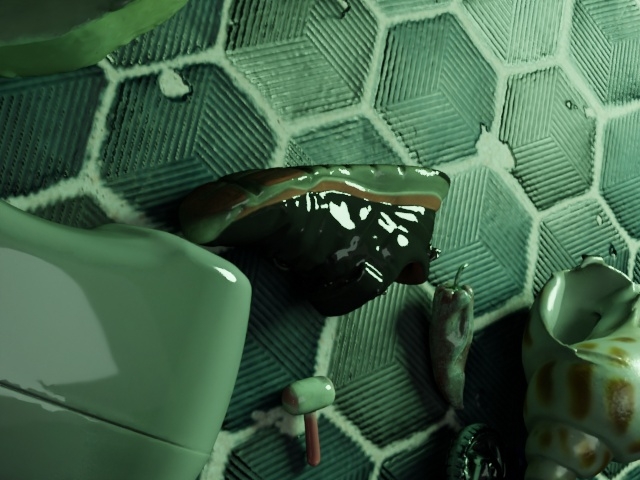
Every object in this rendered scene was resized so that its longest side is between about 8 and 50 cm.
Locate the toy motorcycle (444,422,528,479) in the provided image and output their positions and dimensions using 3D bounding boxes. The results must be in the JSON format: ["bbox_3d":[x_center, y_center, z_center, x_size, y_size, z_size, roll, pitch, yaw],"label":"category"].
[{"bbox_3d":[0.138,0.330,0.901,0.169,0.113,0.315,50,52,-32],"label":"toy motorcycle"}]

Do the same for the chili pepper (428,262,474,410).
[{"bbox_3d":[0.135,0.099,0.957,0.050,0.041,0.153,-2,103,-15],"label":"chili pepper"}]

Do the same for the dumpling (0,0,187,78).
[{"bbox_3d":[-0.181,-0.225,0.679,0.270,0.212,0.321,30,82,9],"label":"dumpling"}]

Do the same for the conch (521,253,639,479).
[{"bbox_3d":[0.286,0.152,0.981,0.275,0.182,0.149,-44,153,-46],"label":"conch"}]

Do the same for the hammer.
[{"bbox_3d":[-0.008,0.168,0.859,0.052,0.031,0.083,-9,97,-31],"label":"hammer"}]

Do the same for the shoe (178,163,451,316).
[{"bbox_3d":[0.000,0.000,0.835,0.291,0.114,0.137,-3,93,-38],"label":"shoe"}]

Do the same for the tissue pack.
[{"bbox_3d":[-0.230,0.069,0.583,0.333,0.229,0.236,25,78,-22],"label":"tissue pack"}]
